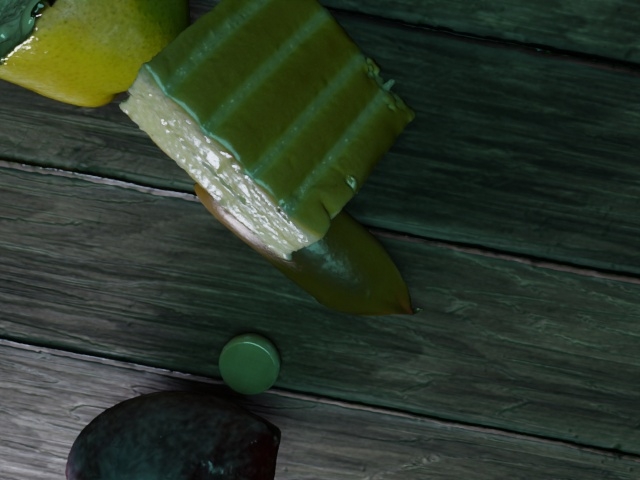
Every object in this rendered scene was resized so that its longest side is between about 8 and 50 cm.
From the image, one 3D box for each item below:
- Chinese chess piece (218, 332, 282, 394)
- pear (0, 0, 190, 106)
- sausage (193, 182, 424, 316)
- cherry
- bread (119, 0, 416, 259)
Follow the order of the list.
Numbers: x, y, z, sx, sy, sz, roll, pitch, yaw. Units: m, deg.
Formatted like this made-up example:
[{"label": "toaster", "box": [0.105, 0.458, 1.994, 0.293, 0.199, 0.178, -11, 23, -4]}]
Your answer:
[{"label": "Chinese chess piece", "box": [-0.094, 0.165, 0.878, 0.084, 0.034, 0.084, 1, 105, 5]}, {"label": "pear", "box": [-0.229, -0.236, 0.711, 0.267, 0.267, 0.178, -40, 132, 12]}, {"label": "sausage", "box": [-0.003, 0.005, 0.797, 0.328, 0.112, 0.112, 40, 103, -11]}, {"label": "cherry", "box": [-0.186, 0.304, 0.828, 0.300, 0.203, 0.230, -22, 67, -2]}, {"label": "bread", "box": [-0.039, -0.141, 0.697, 0.239, 0.246, 0.111, 45, 147, -14]}]
